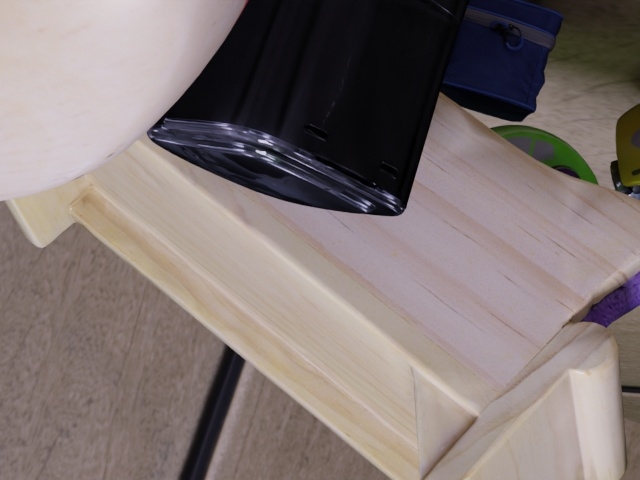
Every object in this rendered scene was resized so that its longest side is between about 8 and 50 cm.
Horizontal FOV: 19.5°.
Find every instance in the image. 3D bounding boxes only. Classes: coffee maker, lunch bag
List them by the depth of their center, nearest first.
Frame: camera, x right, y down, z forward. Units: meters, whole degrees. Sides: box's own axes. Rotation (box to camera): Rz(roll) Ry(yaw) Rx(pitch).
[{"bbox_3d":[0.010,-0.109,0.815,0.120,0.178,0.171,20,171,-13],"label":"coffee maker"},{"bbox_3d":[0.092,-0.107,1.018,0.067,0.065,0.098,17,178,-2],"label":"lunch bag"}]

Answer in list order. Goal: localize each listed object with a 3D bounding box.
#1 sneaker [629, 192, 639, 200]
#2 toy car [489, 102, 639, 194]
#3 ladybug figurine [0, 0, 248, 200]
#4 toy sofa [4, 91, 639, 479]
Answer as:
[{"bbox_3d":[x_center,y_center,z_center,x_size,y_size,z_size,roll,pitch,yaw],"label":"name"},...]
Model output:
[{"bbox_3d":[0.281,0.012,1.124,0.125,0.104,0.262,-1,-173,-43],"label":"sneaker"},{"bbox_3d":[0.156,-0.050,1.013,0.225,0.053,0.239,-13,178,-13],"label":"toy car"},{"bbox_3d":[-0.156,-0.168,0.655,0.449,0.162,0.305,10,127,45],"label":"ladybug figurine"},{"bbox_3d":[0.000,0.000,0.951,0.362,0.177,0.150,37,163,26],"label":"toy sofa"}]
